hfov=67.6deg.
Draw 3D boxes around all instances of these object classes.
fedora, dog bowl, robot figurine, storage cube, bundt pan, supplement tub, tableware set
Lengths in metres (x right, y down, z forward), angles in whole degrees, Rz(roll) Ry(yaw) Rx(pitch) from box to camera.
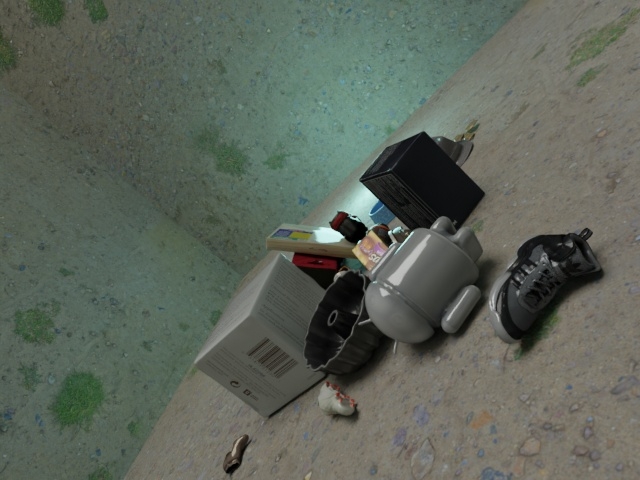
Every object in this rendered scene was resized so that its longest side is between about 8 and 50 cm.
[{"bbox_3d":[0.485,-0.353,2.004,0.243,0.124,0.275,-60,15,-25],"label":"fedora"},{"bbox_3d":[0.334,-0.190,2.181,0.297,0.074,0.166,-49,11,-8],"label":"dog bowl"},{"bbox_3d":[0.251,0.111,1.195,0.353,0.200,0.300,-49,40,-6],"label":"robot figurine"},{"bbox_3d":[-0.026,0.153,1.950,0.193,0.184,0.214,-82,-3,-70],"label":"storage cube"},{"bbox_3d":[0.084,0.257,1.429,0.330,0.124,0.330,-51,20,26],"label":"bundt pan"},{"bbox_3d":[0.226,0.007,1.859,0.106,0.106,0.197,-42,13,31],"label":"supplement tub"},{"bbox_3d":[0.624,-0.450,2.090,0.141,0.020,0.168,-39,17,48],"label":"tableware set"}]

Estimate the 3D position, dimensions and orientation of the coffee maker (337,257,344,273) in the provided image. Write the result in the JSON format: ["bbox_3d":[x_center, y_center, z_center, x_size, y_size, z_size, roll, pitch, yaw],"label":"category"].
[{"bbox_3d":[0.032,0.103,2.226,0.178,0.120,0.171,-54,12,-27],"label":"coffee maker"}]

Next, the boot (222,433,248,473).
[{"bbox_3d":[-0.279,0.716,1.593,0.118,0.042,0.087,-50,18,1],"label":"boot"}]

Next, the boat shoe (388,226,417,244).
[{"bbox_3d":[0.301,0.020,1.531,0.097,0.116,0.324,-42,17,11],"label":"boat shoe"}]

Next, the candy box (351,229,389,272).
[{"bbox_3d":[0.202,0.061,1.683,0.109,0.053,0.186,-46,44,9],"label":"candy box"}]

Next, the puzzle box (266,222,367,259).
[{"bbox_3d":[0.000,0.000,2.029,0.272,0.410,0.052,-54,-31,-71],"label":"puzzle box"}]

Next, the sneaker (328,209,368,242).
[{"bbox_3d":[0.134,-0.046,1.956,0.097,0.135,0.276,-53,-17,9],"label":"sneaker"}]

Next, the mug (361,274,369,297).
[{"bbox_3d":[0.188,0.152,1.526,0.169,0.113,0.150,-41,12,48],"label":"mug"}]

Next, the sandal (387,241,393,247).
[{"bbox_3d":[0.261,0.041,1.732,0.179,0.067,0.040,-45,23,3],"label":"sandal"}]

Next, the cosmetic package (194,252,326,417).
[{"bbox_3d":[-0.167,0.328,1.703,0.327,0.329,0.393,-43,12,28],"label":"cosmetic package"}]

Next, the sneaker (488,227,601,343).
[{"bbox_3d":[0.427,0.074,0.907,0.268,0.101,0.153,-52,9,-29],"label":"sneaker"}]

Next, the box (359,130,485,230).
[{"bbox_3d":[0.333,-0.183,1.614,0.182,0.296,0.294,-50,13,-9],"label":"box"}]

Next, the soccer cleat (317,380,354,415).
[{"bbox_3d":[0.039,0.438,1.273,0.076,0.068,0.196,-66,13,-7],"label":"soccer cleat"}]

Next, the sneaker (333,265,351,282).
[{"bbox_3d":[0.089,0.191,1.731,0.106,0.123,0.290,-42,14,20],"label":"sneaker"}]
